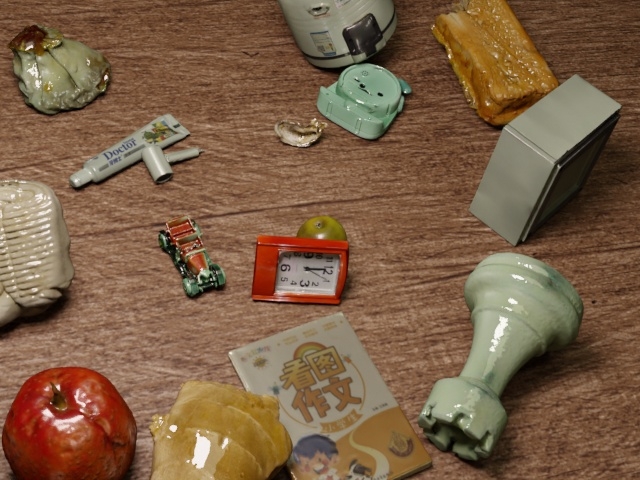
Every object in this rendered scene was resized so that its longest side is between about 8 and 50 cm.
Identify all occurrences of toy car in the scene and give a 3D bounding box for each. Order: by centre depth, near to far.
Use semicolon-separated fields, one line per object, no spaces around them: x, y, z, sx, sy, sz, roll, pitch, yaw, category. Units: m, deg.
-0.214;0.024;1.578;0.073;0.054;0.143;-18;56;-22;toy car

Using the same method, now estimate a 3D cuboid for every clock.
-0.032;0.043;1.565;0.155;0.113;0.061;5;30;-6;clock
0.092;-0.290;1.882;0.148;0.060;0.188;30;52;14;clock

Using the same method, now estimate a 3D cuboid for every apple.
0.000;0.000;1.625;0.090;0.074;0.089;-7;39;6;apple

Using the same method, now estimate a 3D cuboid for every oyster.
-0.040;-0.216;1.796;0.083;0.080;0.038;36;21;-23;oyster

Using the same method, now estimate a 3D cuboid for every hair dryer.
-0.259;-0.147;1.721;0.124;0.038;0.063;-18;75;-39;hair dryer

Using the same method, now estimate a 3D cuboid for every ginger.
-0.156;0.378;1.295;0.236;0.166;0.375;31;71;-31;ginger

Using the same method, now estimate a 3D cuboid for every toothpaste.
-0.347;-0.161;1.716;0.067;0.037;0.255;40;52;19;toothpaste

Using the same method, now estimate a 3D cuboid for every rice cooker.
0.036;-0.472;1.899;0.226;0.244;0.226;-14;43;13;rice cooker

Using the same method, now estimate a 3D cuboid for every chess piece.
0.267;0.185;1.467;0.195;0.194;0.299;28;60;12;chess piece

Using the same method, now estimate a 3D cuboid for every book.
0.011;0.256;1.457;0.208;0.020;0.295;-18;57;-22;book

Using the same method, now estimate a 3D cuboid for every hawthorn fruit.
-0.339;0.249;1.282;0.179;0.200;0.179;4;45;-4;hawthorn fruit

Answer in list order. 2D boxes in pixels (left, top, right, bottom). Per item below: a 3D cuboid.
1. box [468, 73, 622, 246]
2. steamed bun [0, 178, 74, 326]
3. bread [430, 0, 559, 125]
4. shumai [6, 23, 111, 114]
0.409;-0.143;1.715;0.117;0.225;0.225;41;56;21;box
-0.491;0.015;1.466;0.211;0.218;0.144;-13;11;-10;steamed bun
0.346;-0.392;1.984;0.185;0.109;0.380;-12;53;-10;bread
-0.484;-0.343;1.767;0.184;0.142;0.184;3;53;-4;shumai
